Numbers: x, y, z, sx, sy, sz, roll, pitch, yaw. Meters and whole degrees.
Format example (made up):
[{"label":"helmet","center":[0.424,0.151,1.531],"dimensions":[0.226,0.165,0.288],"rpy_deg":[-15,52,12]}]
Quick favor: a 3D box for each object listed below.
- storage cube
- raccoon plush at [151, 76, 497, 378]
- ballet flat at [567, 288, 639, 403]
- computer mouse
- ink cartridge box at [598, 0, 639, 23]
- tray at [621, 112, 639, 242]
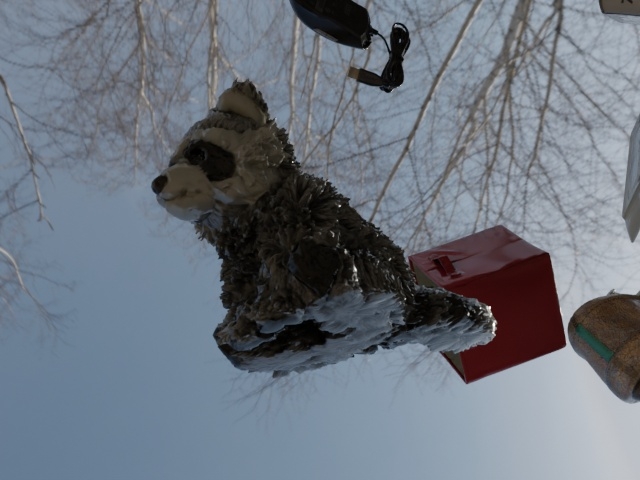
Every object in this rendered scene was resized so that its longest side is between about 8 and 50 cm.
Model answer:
[{"label":"storage cube","center":[0.291,0.105,1.213],"dimensions":[0.193,0.183,0.215],"rpy_deg":[-19,-70,-6]},{"label":"raccoon plush","center":[0.000,0.000,0.858],"dimensions":[0.446,0.216,0.299],"rpy_deg":[21,-137,-48]},{"label":"ballet flat","center":[0.337,0.082,0.660],"dimensions":[0.316,0.107,0.106],"rpy_deg":[6,-156,-46]},{"label":"computer mouse","center":[0.039,-0.356,1.215],"dimensions":[0.262,0.060,0.184],"rpy_deg":[21,-124,-23]},{"label":"ink cartridge box","center":[0.438,-0.272,0.776],"dimensions":[0.333,0.165,0.065],"rpy_deg":[18,-70,26]},{"label":"tray","center":[0.537,-0.139,1.139],"dimensions":[0.030,0.145,0.270],"rpy_deg":[15,-128,13]}]
